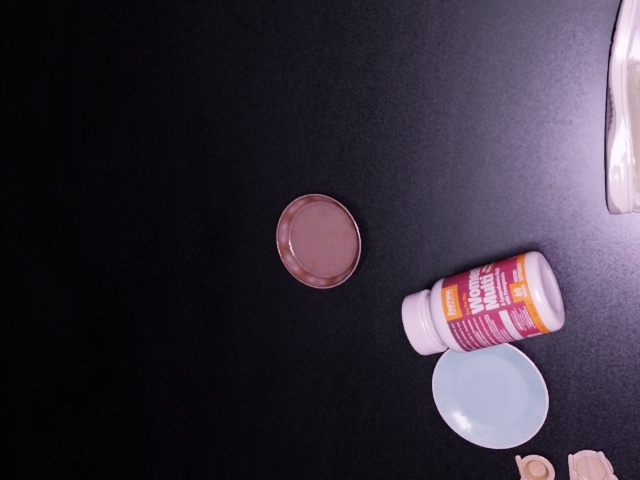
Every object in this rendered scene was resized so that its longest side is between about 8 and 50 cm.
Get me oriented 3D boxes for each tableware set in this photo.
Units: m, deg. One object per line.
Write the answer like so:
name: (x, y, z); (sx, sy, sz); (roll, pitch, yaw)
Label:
tableware set: (0.389, 0.402, 1.039); (0.168, 0.020, 0.141); (-9, 96, 29)

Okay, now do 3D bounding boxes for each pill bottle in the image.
pill bottle: (0.244, 0.103, 0.997); (0.221, 0.121, 0.121); (-20, 90, 29)

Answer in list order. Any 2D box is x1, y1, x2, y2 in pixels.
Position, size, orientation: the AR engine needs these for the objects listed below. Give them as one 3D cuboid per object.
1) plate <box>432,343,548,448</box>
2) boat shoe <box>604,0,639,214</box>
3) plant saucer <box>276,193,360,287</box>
plate: (0.276, 0.247, 1.066); (0.188, 0.024, 0.188); (6, 103, 26)
boat shoe: (0.427, -0.190, 0.848); (0.103, 0.118, 0.321); (2, 105, 22)
plant saucer: (0.000, 0.000, 1.160); (0.168, 0.029, 0.169); (6, 103, 28)
